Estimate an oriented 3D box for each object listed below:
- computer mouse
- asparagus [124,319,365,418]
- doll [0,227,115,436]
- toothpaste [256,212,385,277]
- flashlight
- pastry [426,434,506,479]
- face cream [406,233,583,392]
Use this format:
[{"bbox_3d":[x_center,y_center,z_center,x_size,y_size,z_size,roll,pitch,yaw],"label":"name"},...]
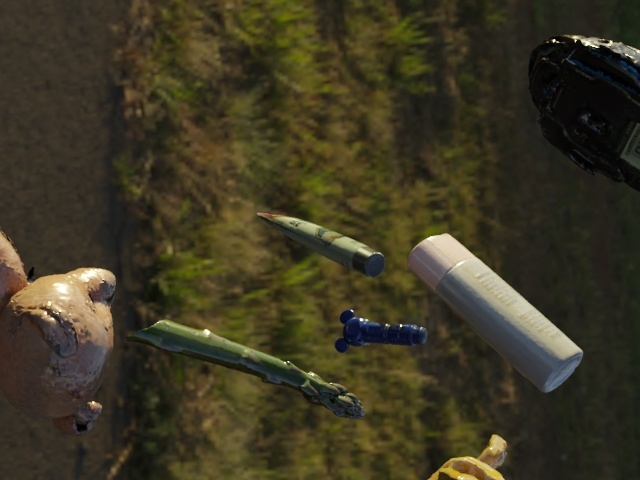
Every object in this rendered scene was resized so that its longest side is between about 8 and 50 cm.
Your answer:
[{"bbox_3d":[0.315,-0.131,1.285,0.077,0.241,0.146,-38,159,-33],"label":"computer mouse"},{"bbox_3d":[-0.050,0.103,1.017,0.236,0.034,0.027,24,51,-29],"label":"asparagus"},{"bbox_3d":[-0.310,0.047,1.330,0.156,0.303,0.201,-28,150,-25],"label":"doll"},{"bbox_3d":[0.000,0.000,1.752,0.062,0.239,0.039,11,99,-41],"label":"toothpaste"},{"bbox_3d":[0.076,0.117,1.583,0.035,0.121,0.057,39,57,-55],"label":"flashlight"},{"bbox_3d":[0.091,0.224,0.622,0.154,0.102,0.250,104,-32,-60],"label":"pastry"},{"bbox_3d":[0.178,0.072,1.312,0.084,0.198,0.057,-4,132,-57],"label":"face cream"}]
